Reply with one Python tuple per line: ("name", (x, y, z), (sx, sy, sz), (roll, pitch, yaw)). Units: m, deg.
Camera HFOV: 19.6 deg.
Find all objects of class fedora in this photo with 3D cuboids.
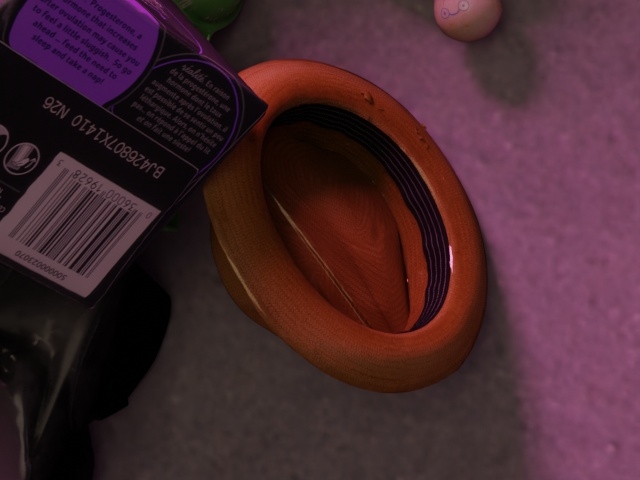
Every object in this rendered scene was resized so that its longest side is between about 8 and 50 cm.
("fedora", (0.000, 0.000, 0.993), (0.079, 0.194, 0.194), (-37, 79, 46))

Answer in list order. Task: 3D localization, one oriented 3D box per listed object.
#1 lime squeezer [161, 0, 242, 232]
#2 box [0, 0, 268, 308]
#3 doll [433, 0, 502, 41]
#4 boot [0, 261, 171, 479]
("lime squeezer", (-0.039, -0.159, 1.024), (0.110, 0.059, 0.310), (36, 105, 35))
("box", (-0.177, -0.117, 0.951), (0.143, 0.165, 0.270), (-48, 45, 8))
("doll", (0.053, -0.197, 1.021), (0.129, 0.046, 0.189), (-23, 84, 21))
("boot", (-0.351, 0.099, 1.065), (0.445, 0.146, 0.367), (23, 95, 8))
